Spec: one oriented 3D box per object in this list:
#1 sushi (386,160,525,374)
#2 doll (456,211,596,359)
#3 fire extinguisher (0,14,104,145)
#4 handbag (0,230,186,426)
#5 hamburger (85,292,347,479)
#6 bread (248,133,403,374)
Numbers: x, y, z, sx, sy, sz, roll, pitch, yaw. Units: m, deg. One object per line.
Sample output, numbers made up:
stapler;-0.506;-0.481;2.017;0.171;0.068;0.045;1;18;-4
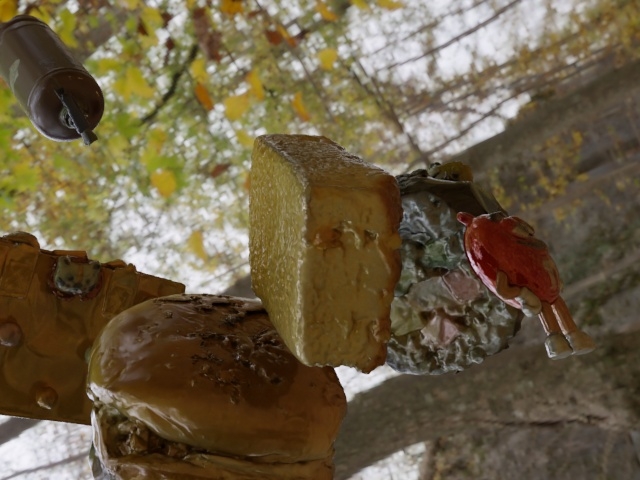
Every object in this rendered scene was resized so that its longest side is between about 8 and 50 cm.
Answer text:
sushi;0.186;0.021;1.657;0.328;0.329;0.285;45;-148;-5
doll;0.246;0.043;1.216;0.217;0.085;0.183;56;-157;19
fire extinguisher;-0.415;-0.244;1.557;0.337;0.114;0.135;46;167;45
handbag;-0.430;0.143;1.614;0.401;0.133;0.283;16;-88;-33
hamburger;-0.121;0.177;1.154;0.284;0.174;0.304;4;-162;-15
bread;0.000;0.000;1.026;0.275;0.114;0.185;-130;41;-71
